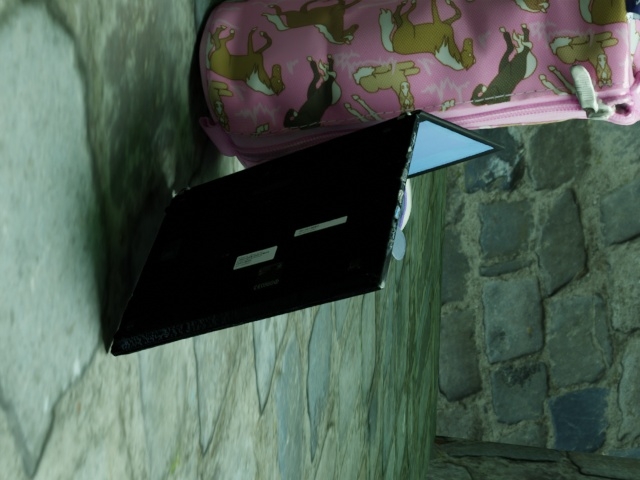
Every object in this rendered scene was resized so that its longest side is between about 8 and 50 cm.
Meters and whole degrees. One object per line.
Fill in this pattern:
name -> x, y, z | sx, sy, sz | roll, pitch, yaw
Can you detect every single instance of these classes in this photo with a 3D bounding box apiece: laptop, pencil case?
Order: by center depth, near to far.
laptop -> 0.000, 0.000, 0.842 | 0.136, 0.234, 0.264 | 50, 38, -33
pencil case -> 0.089, -0.158, 0.935 | 0.167, 0.386, 0.160 | -51, 134, -69

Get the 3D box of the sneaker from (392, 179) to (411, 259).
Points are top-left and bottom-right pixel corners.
sneaker -> 0.000, -0.110, 1.134 | 0.236, 0.130, 0.322 | -36, 118, -58
